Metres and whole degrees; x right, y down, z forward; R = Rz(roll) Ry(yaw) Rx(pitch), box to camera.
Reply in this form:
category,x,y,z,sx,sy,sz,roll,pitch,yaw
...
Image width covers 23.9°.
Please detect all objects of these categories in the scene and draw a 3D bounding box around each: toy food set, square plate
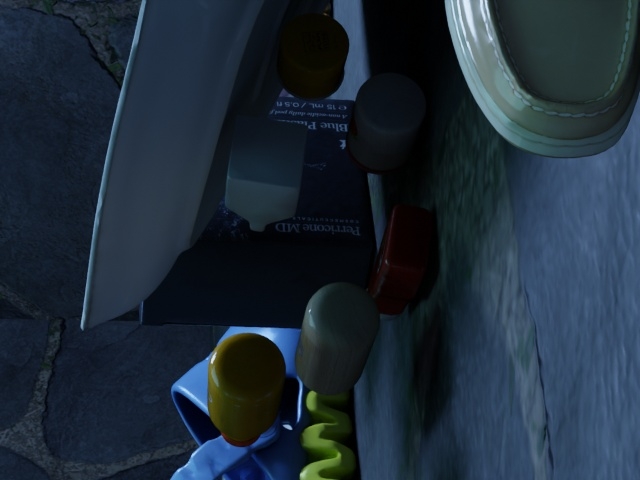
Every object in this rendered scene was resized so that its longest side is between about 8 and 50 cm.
category,x,y,z,sx,sy,sz,roll,pitch,yaw
toy food set,0.000,0.000,0.842,0.104,0.111,0.232,104,173,-65
square plate,-0.033,-0.148,0.889,0.344,0.049,0.347,114,-178,-57

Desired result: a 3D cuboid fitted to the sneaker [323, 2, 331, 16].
category,x,y,z,sx,sy,sz,roll,pitch,yaw
sneaker,-0.034,-0.236,1.322,0.084,0.083,0.215,101,170,-63

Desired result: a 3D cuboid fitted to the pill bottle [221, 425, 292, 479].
category,x,y,z,sx,sy,sz,roll,pitch,yaw
pill bottle,-0.052,0.215,1.396,0.137,0.078,0.078,99,170,-48

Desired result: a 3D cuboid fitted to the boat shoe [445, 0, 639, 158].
category,x,y,z,sx,sy,sz,roll,pitch,yaw
boat shoe,0.070,-0.109,0.460,0.059,0.063,0.170,91,178,-65

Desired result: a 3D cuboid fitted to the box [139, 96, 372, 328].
category,x,y,z,sx,sy,sz,roll,pitch,yaw
box,-0.049,-0.022,1.081,0.093,0.156,0.158,99,170,-45

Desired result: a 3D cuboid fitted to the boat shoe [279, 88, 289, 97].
category,x,y,z,sx,sy,sz,roll,pitch,yaw
boat shoe,-0.050,-0.242,1.452,0.076,0.083,0.226,99,171,-55

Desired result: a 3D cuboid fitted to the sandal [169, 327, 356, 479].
category,x,y,z,sx,sy,sz,roll,pitch,yaw
sandal,-0.047,0.111,1.138,0.126,0.138,0.317,96,174,-48
